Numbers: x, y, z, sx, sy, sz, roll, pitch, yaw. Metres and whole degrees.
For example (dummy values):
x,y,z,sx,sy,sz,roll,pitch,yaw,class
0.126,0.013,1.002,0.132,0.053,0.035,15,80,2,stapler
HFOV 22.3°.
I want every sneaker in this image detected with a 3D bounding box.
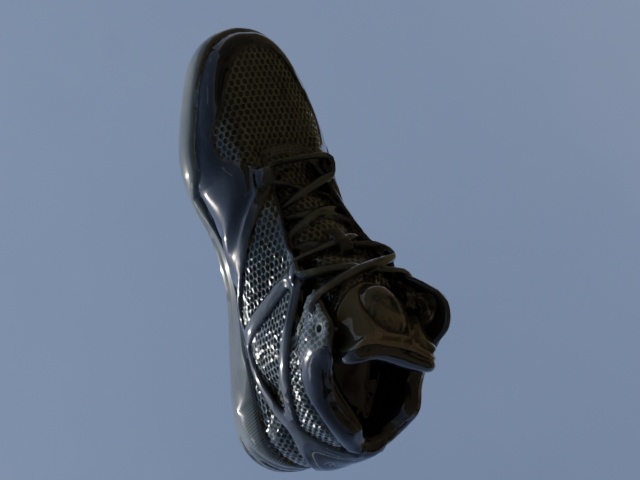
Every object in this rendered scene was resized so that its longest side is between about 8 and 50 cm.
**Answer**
x,y,z,sx,sy,sz,roll,pitch,yaw,class
0.000,0.000,0.794,0.087,0.130,0.227,-7,-93,-36,sneaker
